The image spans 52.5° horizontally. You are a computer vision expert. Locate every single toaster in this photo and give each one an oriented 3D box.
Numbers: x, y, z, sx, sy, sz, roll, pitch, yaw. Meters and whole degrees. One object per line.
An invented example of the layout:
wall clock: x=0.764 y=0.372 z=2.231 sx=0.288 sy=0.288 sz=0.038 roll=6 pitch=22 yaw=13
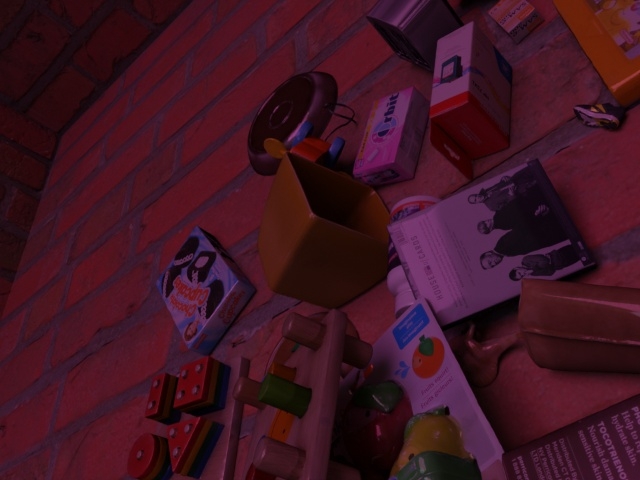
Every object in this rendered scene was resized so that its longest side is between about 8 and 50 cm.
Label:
toaster: x=0.196 y=-0.424 z=1.278 sx=0.110 sy=0.186 sz=0.168 roll=-48 pitch=36 yaw=4

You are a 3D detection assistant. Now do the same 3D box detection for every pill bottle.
pill bottle: x=0.159 y=0.034 z=1.022 sx=0.108 sy=0.108 sz=0.193 roll=-24 pitch=46 yaw=37

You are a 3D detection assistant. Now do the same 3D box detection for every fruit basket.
fruit basket: x=0.080 y=0.291 z=0.825 sx=0.327 sy=0.165 sz=0.353 roll=-51 pitch=39 yaw=24

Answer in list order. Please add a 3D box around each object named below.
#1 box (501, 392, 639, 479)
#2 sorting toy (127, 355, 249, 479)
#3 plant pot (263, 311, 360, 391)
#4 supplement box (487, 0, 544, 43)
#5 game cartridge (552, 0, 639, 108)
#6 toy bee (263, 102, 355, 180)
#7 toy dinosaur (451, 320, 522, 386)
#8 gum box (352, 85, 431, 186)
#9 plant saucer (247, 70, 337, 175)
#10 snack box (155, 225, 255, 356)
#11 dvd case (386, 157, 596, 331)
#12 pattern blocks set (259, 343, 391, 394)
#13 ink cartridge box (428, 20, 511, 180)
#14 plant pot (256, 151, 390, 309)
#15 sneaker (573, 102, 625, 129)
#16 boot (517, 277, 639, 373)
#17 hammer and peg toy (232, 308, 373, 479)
box: x=0.377 y=0.199 z=0.562 sx=0.381 sy=0.191 sz=0.143 roll=-34 pitch=41 yaw=28
sorting toy: x=-0.274 y=0.368 z=1.287 sx=0.257 sy=0.089 sz=0.255 roll=-25 pitch=46 yaw=36
plant pot: x=-0.027 y=0.230 z=1.154 sx=0.236 sy=0.032 sz=0.236 roll=-31 pitch=42 yaw=32
supplement box: x=0.360 y=-0.416 z=1.203 sx=0.062 sy=0.036 sz=0.098 roll=-42 pitch=38 yaw=20
game cartridge: x=0.535 y=-0.383 z=0.958 sx=0.324 sy=0.053 sz=0.285 roll=-36 pitch=40 yaw=28
toy bee: x=-0.006 y=-0.160 z=1.360 sx=0.195 sy=0.298 sz=0.162 roll=39 pitch=127 yaw=22
toy dinosaur: x=0.223 y=0.156 z=0.915 sx=0.183 sy=0.053 sz=0.092 roll=-46 pitch=51 yaw=27
gum box: x=0.139 y=-0.196 z=1.267 sx=0.107 sy=0.062 sz=0.188 roll=-10 pitch=55 yaw=46
plant saucer: x=-0.087 y=-0.308 z=1.641 sx=0.311 sy=0.050 sz=0.310 roll=-31 pitch=41 yaw=32
snack box: x=-0.279 y=0.109 z=1.524 sx=0.187 sy=0.060 sz=0.322 roll=-54 pitch=35 yaw=4
dvd case: x=0.233 y=0.007 z=0.918 sx=0.239 sy=0.029 sz=0.179 roll=-25 pitch=63 yaw=11
pattern blocks set: x=0.014 y=0.294 z=1.021 sx=0.285 sy=0.026 sz=0.324 roll=-43 pitch=48 yaw=18
ink cartridge box: x=0.256 y=-0.234 z=1.098 sx=0.078 sy=0.134 sz=0.231 roll=-18 pitch=51 yaw=41
plant pot: x=0.000 y=0.000 z=1.172 sx=0.187 sy=0.212 sz=0.212 roll=-56 pitch=33 yaw=24
sneaker: x=0.417 y=-0.189 z=0.968 sx=0.035 sy=0.031 sz=0.083 roll=-44 pitch=39 yaw=-6
boot: x=0.336 y=0.064 z=0.701 sx=0.089 sy=0.236 sz=0.270 roll=-34 pitch=23 yaw=-36
hammer and peg toy: x=-0.056 y=0.289 z=0.815 sx=0.266 sy=0.127 sz=0.361 roll=-53 pitch=18 yaw=42
